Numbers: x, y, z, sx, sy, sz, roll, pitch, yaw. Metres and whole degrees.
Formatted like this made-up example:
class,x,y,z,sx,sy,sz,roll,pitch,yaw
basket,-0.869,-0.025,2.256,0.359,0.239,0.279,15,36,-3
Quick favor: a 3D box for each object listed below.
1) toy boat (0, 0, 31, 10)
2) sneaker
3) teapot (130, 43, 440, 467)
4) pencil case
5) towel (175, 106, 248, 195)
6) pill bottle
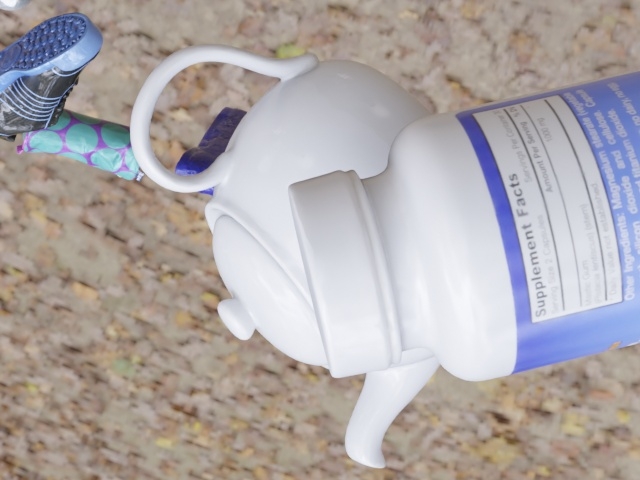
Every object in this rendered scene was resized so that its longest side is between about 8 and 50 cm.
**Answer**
class,x,y,z,sx,sy,sz,roll,pitch,yaw
toy boat,-0.427,-0.449,1.541,0.268,0.318,0.148,-1,140,-33
sneaker,-0.309,-0.177,1.315,0.232,0.081,0.090,-17,139,37
teapot,0.000,0.000,0.870,0.256,0.187,0.252,45,163,28
pencil case,-0.289,-0.120,1.446,0.152,0.064,0.070,16,120,-22
towel,-0.031,-0.089,1.666,0.308,0.227,0.076,15,121,9
pill bottle,0.126,-0.007,0.658,0.272,0.152,0.152,-14,140,-2
